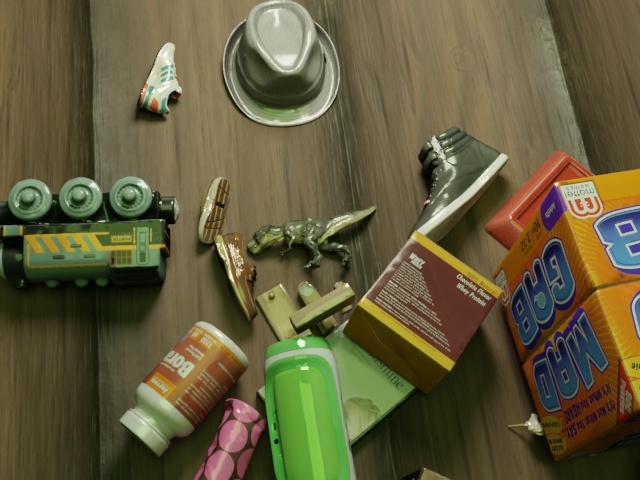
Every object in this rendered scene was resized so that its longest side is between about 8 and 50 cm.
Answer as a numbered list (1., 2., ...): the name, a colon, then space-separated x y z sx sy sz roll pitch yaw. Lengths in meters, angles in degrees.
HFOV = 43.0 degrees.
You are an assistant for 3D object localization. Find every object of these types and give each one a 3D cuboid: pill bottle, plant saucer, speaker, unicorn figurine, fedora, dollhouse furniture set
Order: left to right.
1. pill bottle: -0.233 0.252 1.375 0.121 0.121 0.216 37 68 10
2. fedora: -0.078 -0.382 1.655 0.244 0.124 0.275 -2 67 -5
3. dollhouse furniture set: -0.031 0.100 1.432 0.144 0.151 0.123 -30 72 -8
4. speaker: -0.018 0.316 1.343 0.131 0.131 0.296 -7 69 -8
5. unicorn figurine: 0.436 0.323 1.440 0.162 0.060 0.111 32 64 11
6. plant saucer: 0.504 -0.034 1.605 0.259 0.047 0.258 42 70 11

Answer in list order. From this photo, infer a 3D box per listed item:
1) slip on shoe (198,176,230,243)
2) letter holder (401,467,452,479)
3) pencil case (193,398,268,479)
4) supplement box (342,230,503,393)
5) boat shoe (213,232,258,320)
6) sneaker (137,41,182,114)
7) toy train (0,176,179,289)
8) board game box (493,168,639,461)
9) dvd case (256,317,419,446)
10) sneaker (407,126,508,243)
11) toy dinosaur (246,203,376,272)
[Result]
1. slip on shoe: -0.211 -0.057 1.554 0.041 0.051 0.135 -1 70 38
2. letter holder: 0.188 0.549 1.275 0.215 0.152 0.301 24 67 3
3. pencil case: -0.166 0.372 1.351 0.095 0.098 0.209 45 61 -35
4. supplement box: 0.180 0.127 1.446 0.191 0.129 0.194 36 61 8
5. boat shoe: -0.145 0.061 1.495 0.060 0.064 0.178 -17 67 -12
6. sneaker: -0.314 -0.326 1.655 0.075 0.057 0.161 23 65 -14
7. toy train: -0.423 -0.009 1.467 0.334 0.142 0.190 -2 77 -6
8. board game box: 0.542 0.116 1.317 0.357 0.356 0.356 -9 65 -9
9. dvd case: 0.038 0.264 1.449 0.253 0.022 0.180 -36 75 -18
10. sneaker: 0.227 -0.108 1.584 0.147 0.104 0.296 39 63 13
11. toy dinosaur: 0.000 0.000 1.539 0.268 0.064 0.118 -13 62 -14
